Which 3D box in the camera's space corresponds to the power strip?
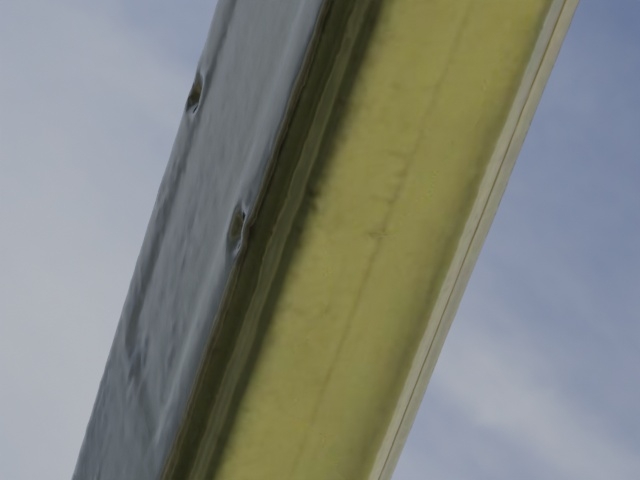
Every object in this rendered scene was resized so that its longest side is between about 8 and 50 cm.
[{"bbox_3d":[0.000,0.000,0.447,0.092,0.066,0.388,-106,-148,-55],"label":"power strip"}]
